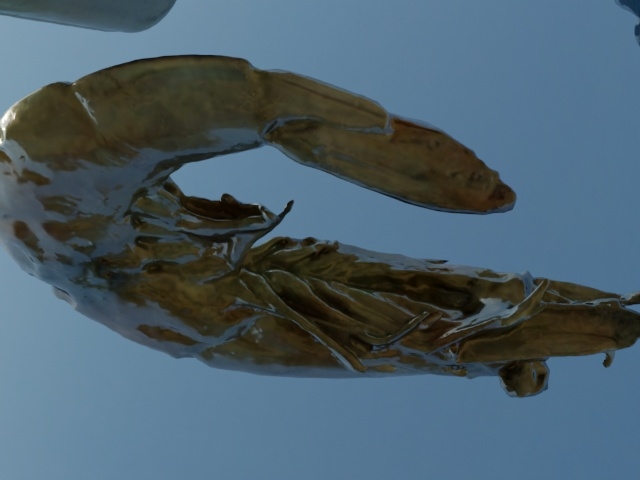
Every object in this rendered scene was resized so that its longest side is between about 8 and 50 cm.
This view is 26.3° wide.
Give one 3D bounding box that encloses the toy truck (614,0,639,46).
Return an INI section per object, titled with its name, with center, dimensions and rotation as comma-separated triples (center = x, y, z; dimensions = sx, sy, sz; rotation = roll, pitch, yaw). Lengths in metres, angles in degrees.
[toy truck]
center = 0.124, -0.185, 0.373
dimensions = 0.146, 0.175, 0.367
rotation = -28, -75, -8

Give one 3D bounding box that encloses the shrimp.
[shrimp]
center = 0.000, 0.000, 0.687
dimensions = 0.360, 0.247, 0.085
rotation = 13, -123, -2

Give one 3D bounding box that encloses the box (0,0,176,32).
[box]
center = -0.174, -0.187, 0.586
dimensions = 0.182, 0.312, 0.175
rotation = 32, -76, 17
